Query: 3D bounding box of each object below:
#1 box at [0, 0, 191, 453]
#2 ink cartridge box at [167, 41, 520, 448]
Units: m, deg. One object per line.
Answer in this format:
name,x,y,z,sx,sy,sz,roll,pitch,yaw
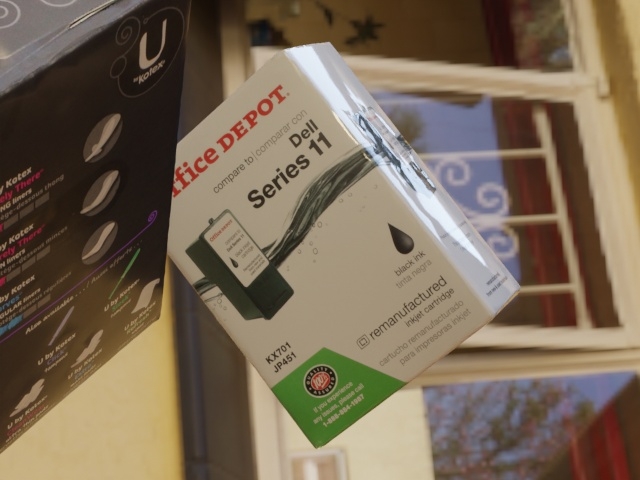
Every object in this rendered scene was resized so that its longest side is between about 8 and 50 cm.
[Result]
box,-0.176,-0.043,0.662,0.165,0.143,0.270,36,-37,17
ink cartridge box,0.000,0.000,0.839,0.208,0.153,0.087,52,21,5
